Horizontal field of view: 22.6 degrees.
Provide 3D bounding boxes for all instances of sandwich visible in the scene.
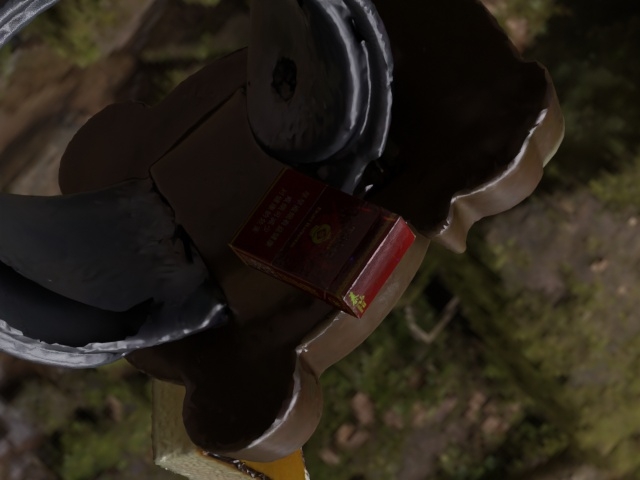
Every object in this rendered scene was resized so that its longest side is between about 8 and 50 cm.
[{"bbox_3d":[-0.066,0.113,1.233,0.058,0.162,0.193,-12,154,20],"label":"sandwich"}]

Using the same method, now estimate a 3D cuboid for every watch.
[{"bbox_3d":[-0.082,-0.091,0.918,0.335,0.314,0.327,-39,137,7],"label":"watch"}]

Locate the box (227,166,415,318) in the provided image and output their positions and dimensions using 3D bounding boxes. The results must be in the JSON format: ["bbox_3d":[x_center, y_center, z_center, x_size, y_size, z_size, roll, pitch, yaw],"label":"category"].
[{"bbox_3d":[0.000,0.000,0.795,0.051,0.082,0.023,-56,141,-13],"label":"box"}]
